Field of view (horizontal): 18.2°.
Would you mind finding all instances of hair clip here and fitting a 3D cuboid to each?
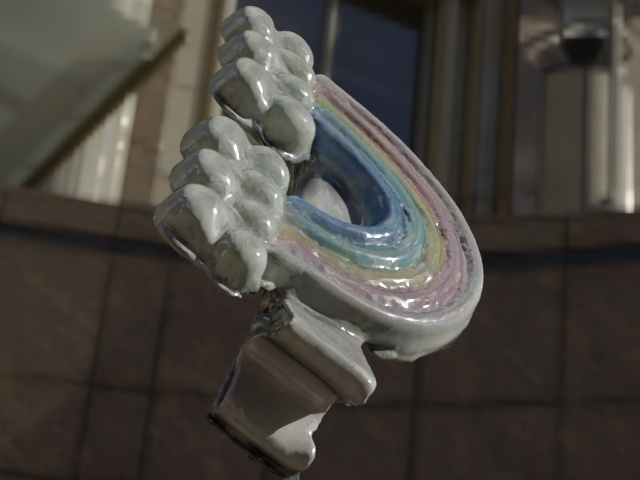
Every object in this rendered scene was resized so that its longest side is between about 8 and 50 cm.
[{"bbox_3d":[0.000,0.000,0.773,0.140,0.220,0.054,34,-59,-12],"label":"hair clip"}]
